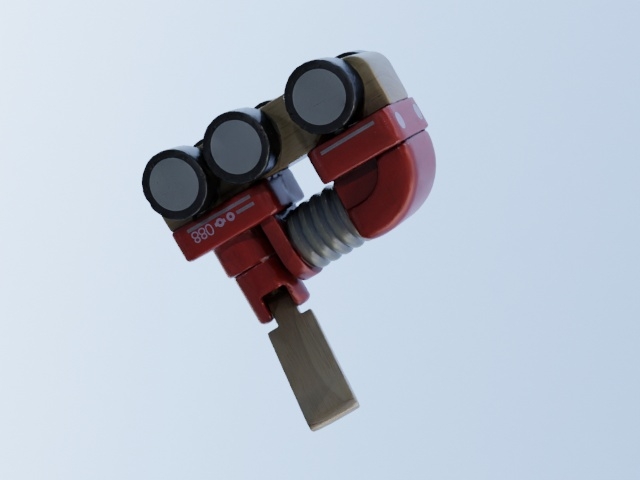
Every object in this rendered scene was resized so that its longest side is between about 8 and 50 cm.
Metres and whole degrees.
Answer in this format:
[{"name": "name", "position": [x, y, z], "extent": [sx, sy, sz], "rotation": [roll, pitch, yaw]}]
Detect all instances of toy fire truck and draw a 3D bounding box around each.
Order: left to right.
[{"name": "toy fire truck", "position": [0.000, 0.000, 1.045], "extent": [0.217, 0.158, 0.246], "rotation": [-29, -88, 21]}]
